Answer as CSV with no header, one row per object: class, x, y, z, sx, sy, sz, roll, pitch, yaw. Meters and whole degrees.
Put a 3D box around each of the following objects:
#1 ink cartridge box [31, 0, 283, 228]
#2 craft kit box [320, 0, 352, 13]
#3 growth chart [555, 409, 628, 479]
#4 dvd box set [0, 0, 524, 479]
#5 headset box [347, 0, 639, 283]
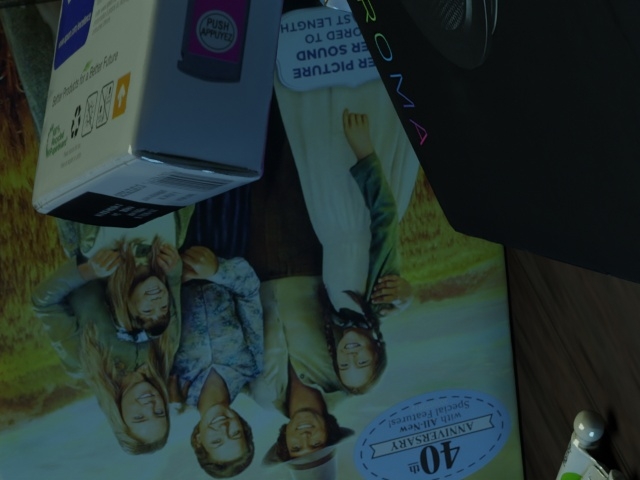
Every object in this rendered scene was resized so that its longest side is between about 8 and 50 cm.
ink cartridge box,-0.062,-0.198,0.776,0.176,0.069,0.371,165,111,-67
craft kit box,0.034,-0.253,0.721,0.250,0.061,0.247,-114,38,-55
growth chart,0.155,0.198,0.802,0.172,0.021,0.237,94,162,-48
dvd box set,-0.044,0.056,0.950,0.062,0.307,0.420,-140,42,-71
headset box,0.084,-0.123,0.449,0.246,0.131,0.283,66,171,-10
